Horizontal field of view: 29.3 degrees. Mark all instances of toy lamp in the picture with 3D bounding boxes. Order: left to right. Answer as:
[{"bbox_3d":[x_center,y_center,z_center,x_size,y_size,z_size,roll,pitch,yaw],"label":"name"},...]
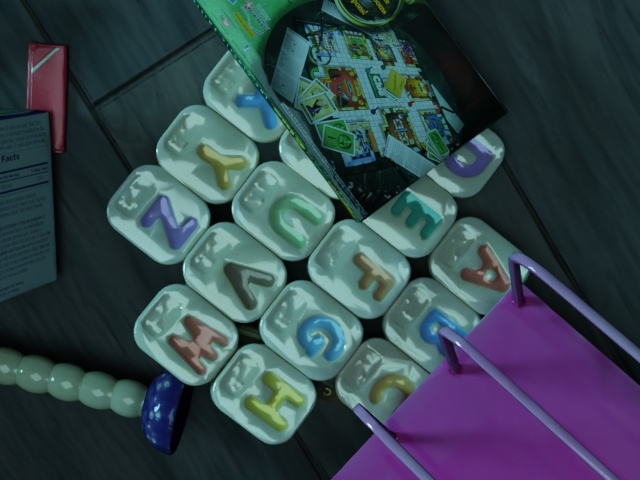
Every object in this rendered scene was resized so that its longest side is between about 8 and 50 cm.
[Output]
[{"bbox_3d":[-0.238,0.098,0.956,0.274,0.080,0.080,12,102,2],"label":"toy lamp"}]

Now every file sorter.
[{"bbox_3d":[0.100,0.179,0.771,0.202,0.182,0.291,42,86,18],"label":"file sorter"}]

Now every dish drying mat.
[{"bbox_3d":[-0.212,-0.110,0.945,0.032,0.008,0.083,6,102,5],"label":"dish drying mat"}]

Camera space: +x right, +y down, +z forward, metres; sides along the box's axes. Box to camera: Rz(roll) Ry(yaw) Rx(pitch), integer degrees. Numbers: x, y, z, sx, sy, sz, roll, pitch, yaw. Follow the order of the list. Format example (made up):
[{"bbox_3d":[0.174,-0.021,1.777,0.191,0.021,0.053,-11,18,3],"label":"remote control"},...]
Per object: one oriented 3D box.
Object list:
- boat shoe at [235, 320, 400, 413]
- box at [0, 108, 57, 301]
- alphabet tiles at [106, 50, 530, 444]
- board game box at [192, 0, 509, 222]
[{"bbox_3d":[-0.014,0.097,0.934,0.178,0.064,0.060,18,101,0],"label":"boat shoe"},{"bbox_3d":[-0.260,-0.025,0.904,0.072,0.126,0.137,4,102,19],"label":"box"},{"bbox_3d":[0.000,0.000,0.892,0.278,0.021,0.284,38,85,-2],"label":"alphabet tiles"},{"bbox_3d":[0.003,-0.155,0.874,0.136,0.030,0.260,-36,91,-2],"label":"board game box"}]
